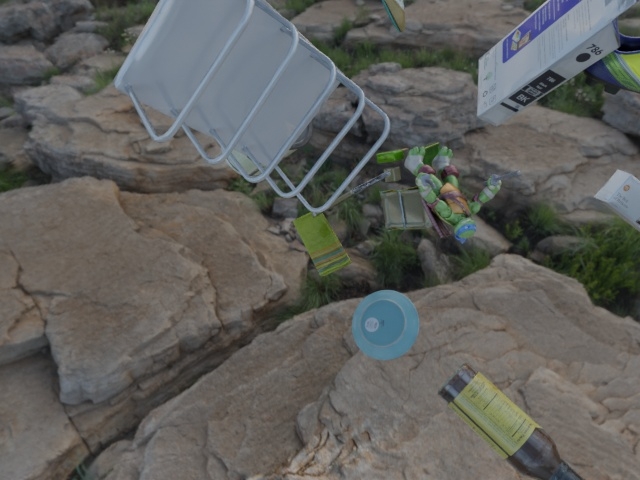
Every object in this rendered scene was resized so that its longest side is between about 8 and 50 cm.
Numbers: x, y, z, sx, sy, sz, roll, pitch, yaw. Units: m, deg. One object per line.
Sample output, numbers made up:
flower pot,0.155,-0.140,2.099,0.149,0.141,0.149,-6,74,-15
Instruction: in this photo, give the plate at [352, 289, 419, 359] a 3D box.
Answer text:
plate,0.167,0.220,1.117,0.188,0.024,0.188,-10,65,24

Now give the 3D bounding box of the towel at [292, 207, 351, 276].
towel,0.000,0.000,1.296,0.102,0.021,0.237,-24,54,-6

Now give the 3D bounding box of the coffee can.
coffee can,-0.187,-0.351,1.414,0.275,0.201,0.201,-20,29,50

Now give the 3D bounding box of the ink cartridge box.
ink cartridge box,0.432,-0.368,0.782,0.065,0.333,0.165,17,69,-18

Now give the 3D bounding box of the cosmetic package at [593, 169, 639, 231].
cosmetic package,0.923,-0.100,1.223,0.239,0.099,0.060,28,16,-17

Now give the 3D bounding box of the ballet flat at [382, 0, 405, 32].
ballet flat,0.198,-0.728,1.234,0.073,0.232,0.080,-33,13,22

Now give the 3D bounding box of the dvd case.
dvd case,0.087,-0.137,1.258,0.164,0.018,0.221,-31,2,-34

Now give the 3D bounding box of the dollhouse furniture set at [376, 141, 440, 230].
dollhouse furniture set,0.344,-0.198,1.591,0.198,0.301,0.151,1,18,41

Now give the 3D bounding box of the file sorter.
file sorter,-0.072,-0.179,0.546,0.193,0.278,0.173,-50,52,16

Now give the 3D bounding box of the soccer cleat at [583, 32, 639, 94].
soccer cleat,0.626,-0.301,0.742,0.289,0.121,0.093,30,50,25

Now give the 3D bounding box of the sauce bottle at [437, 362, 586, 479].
sauce bottle,0.420,0.426,0.918,0.111,0.111,0.344,-36,65,-22

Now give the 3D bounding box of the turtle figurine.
turtle figurine,0.330,-0.157,1.031,0.198,0.274,0.266,-25,49,5
